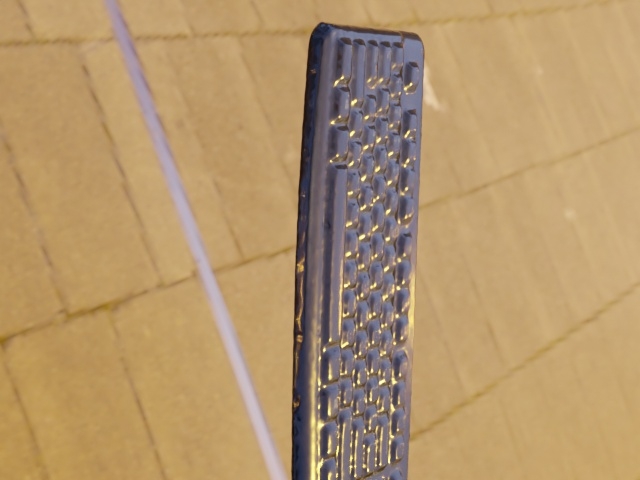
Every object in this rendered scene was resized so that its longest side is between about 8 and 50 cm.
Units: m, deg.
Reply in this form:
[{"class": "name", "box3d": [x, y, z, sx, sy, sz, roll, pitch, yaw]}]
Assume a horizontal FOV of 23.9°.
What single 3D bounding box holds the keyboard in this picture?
[{"class": "keyboard", "box3d": [0.012, -0.001, 0.603, 0.103, 0.041, 0.381, -10, 97, -63]}]
